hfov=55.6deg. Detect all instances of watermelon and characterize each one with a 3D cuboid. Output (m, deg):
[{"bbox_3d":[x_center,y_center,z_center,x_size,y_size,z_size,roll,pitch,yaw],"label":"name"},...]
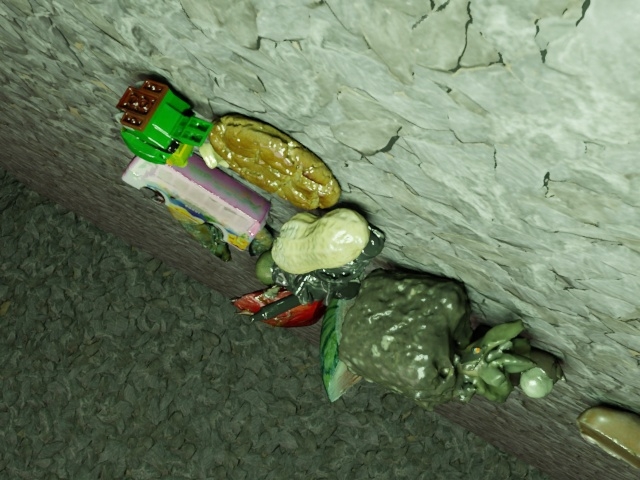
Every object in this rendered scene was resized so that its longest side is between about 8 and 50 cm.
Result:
[{"bbox_3d":[0.096,0.245,1.453,0.201,0.261,0.212,7,144,7],"label":"watermelon"}]

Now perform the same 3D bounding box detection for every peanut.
[{"bbox_3d":[0.000,0.000,0.976,0.090,0.098,0.214,11,166,-39],"label":"peanut"}]

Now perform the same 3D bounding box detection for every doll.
[{"bbox_3d":[-0.239,-0.167,0.927,0.134,0.106,0.186,27,166,-10],"label":"doll"}]

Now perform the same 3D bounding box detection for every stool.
[{"bbox_3d":[0.354,0.243,1.154,0.217,0.121,0.125,24,164,39],"label":"stool"}]

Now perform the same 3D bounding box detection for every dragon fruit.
[{"bbox_3d":[-0.086,0.175,1.558,0.282,0.100,0.343,-5,167,2],"label":"dragon fruit"}]

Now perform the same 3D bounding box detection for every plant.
[{"bbox_3d":[0.206,0.185,1.050,0.312,0.213,0.215,22,161,26],"label":"plant"}]

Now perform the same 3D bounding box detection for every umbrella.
[{"bbox_3d":[0.017,0.053,1.125,0.154,0.128,0.337,58,153,-15],"label":"umbrella"}]

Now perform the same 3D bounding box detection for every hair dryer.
[{"bbox_3d":[-0.037,0.121,1.308,0.114,0.248,0.070,-2,105,63],"label":"hair dryer"}]

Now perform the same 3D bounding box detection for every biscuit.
[{"bbox_3d":[-0.073,-0.113,0.923,0.226,0.042,0.226,26,165,8],"label":"biscuit"}]

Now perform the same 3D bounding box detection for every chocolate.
[{"bbox_3d":[0.610,0.392,1.230,0.161,0.083,0.261,32,172,31],"label":"chocolate"}]

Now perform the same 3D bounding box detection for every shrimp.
[{"bbox_3d":[-0.226,-0.028,1.451,0.272,0.085,0.445,22,160,7],"label":"shrimp"}]

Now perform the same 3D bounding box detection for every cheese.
[{"bbox_3d":[-0.170,-0.138,0.996,0.083,0.030,0.044,-10,-101,-80],"label":"cheese"}]

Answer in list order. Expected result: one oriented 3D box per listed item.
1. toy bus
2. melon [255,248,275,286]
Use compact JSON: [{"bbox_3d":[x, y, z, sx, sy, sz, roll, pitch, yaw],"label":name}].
[{"bbox_3d":[-0.232,-0.095,1.163,0.274,0.090,0.112,32,140,-14],"label":"toy bus"},{"bbox_3d":[-0.113,0.069,1.496,0.098,0.098,0.131,31,165,-5],"label":"melon"}]
